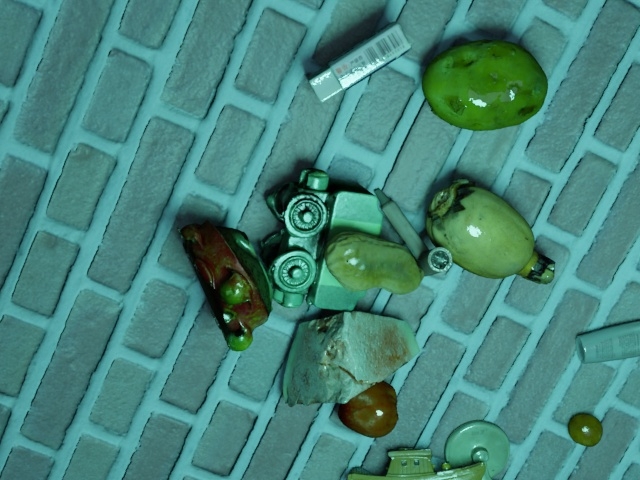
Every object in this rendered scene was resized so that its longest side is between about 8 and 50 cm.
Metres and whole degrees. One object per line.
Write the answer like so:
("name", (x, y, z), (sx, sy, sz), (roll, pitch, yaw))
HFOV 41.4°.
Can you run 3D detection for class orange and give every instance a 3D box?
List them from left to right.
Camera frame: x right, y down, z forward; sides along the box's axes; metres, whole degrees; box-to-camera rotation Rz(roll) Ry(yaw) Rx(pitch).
("orange", (0.622, 0.446, 1.990), (0.085, 0.085, 0.085), (-1, 104, -4))

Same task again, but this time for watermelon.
("watermelon", (0.058, 0.268, 1.839), (0.310, 0.232, 0.193), (-5, 73, 10))

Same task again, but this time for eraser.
("eraser", (0.075, -0.360, 1.717), (0.210, 0.124, 0.068), (-31, 105, 5))

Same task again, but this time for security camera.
("security camera", (0.386, 0.574, 2.006), (0.157, 0.080, 0.302), (-10, 102, -1))

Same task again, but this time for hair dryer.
("hair dryer", (0.190, -0.025, 1.796), (0.053, 0.195, 0.220), (-29, 89, -8))

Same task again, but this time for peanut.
("peanut", (0.109, 0.053, 1.710), (0.236, 0.110, 0.120), (19, 78, -32))

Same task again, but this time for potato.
("potato", (0.335, -0.317, 1.739), (0.253, 0.148, 0.186), (12, 87, 2))

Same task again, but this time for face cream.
("face cream", (0.692, 0.232, 1.948), (0.198, 0.057, 0.084), (-10, 106, -3))

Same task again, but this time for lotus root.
("lotus root", (0.366, 0.001, 1.802), (0.310, 0.183, 0.183), (32, 100, -16))

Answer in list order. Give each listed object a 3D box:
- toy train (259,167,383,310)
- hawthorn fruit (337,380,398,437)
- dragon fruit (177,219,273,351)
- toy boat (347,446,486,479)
("toy train", (0.000, 0.000, 1.794), (0.238, 0.167, 0.299), (8, 105, -17))
("hawthorn fruit", (0.107, 0.375, 1.906), (0.138, 0.133, 0.133), (0, 105, 5))
("dragon fruit", (-0.189, 0.083, 1.749), (0.130, 0.268, 0.295), (-23, 77, -16))
("toy boat", (0.220, 0.539, 1.959), (0.321, 0.089, 0.121), (-7, 70, 6))
